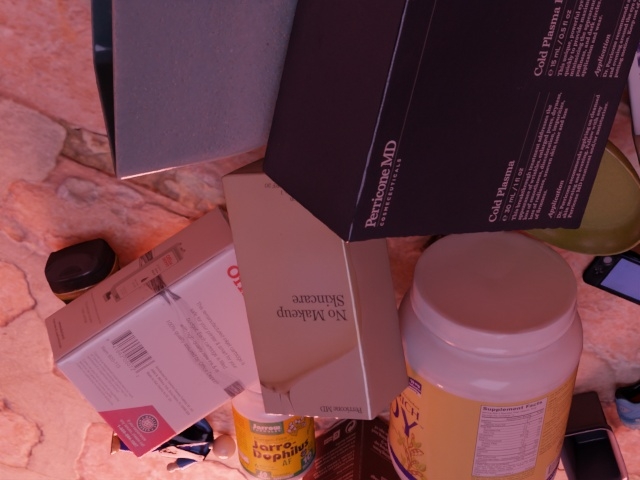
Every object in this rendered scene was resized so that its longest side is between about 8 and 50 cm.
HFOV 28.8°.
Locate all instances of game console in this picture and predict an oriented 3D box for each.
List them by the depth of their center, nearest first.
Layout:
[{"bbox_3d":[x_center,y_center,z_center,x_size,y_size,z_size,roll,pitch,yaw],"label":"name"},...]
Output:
[{"bbox_3d":[0.424,0.055,1.636,0.122,0.071,0.107,22,127,-13],"label":"game console"}]

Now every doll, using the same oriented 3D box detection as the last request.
[{"bbox_3d":[-0.223,0.306,1.901,0.189,0.046,0.129,7,120,-10],"label":"doll"}]

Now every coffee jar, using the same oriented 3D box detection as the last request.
[{"bbox_3d":[-0.299,0.084,1.705,0.096,0.079,0.184,-15,126,15],"label":"coffee jar"}]

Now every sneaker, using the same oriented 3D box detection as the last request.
[{"bbox_3d":[0.494,0.217,1.769,0.162,0.063,0.073,-22,121,20],"label":"sneaker"}]

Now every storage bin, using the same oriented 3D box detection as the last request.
[{"bbox_3d":[0.386,0.292,1.818,0.098,0.091,0.135,-15,126,15],"label":"storage bin"}]

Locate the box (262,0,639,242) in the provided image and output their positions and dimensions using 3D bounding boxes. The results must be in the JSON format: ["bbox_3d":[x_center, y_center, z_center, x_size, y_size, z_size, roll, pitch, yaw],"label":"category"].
[{"bbox_3d":[0.143,-0.192,1.257,0.312,0.179,0.343,-3,118,-35],"label":"box"}]

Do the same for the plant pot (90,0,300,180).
[{"bbox_3d":[-0.110,-0.239,1.335,0.252,0.247,0.248,-5,130,-13],"label":"plant pot"}]

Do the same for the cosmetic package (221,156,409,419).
[{"bbox_3d":[-0.004,0.053,1.517,0.160,0.113,0.309,-3,104,29],"label":"cosmetic package"}]

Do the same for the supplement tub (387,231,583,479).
[{"bbox_3d":[0.214,0.176,1.640,0.241,0.241,0.331,2,129,2],"label":"supplement tub"}]

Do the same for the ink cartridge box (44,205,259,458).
[{"bbox_3d":[-0.185,0.122,1.644,0.283,0.117,0.207,-33,123,-1],"label":"ink cartridge box"}]

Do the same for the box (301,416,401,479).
[{"bbox_3d":[0.074,0.454,1.784,0.191,0.381,0.143,38,122,-24],"label":"box"}]

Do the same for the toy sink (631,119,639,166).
[{"bbox_3d":[0.498,-0.071,1.477,0.234,0.153,0.131,-8,128,9],"label":"toy sink"}]

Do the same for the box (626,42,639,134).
[{"bbox_3d":[0.445,-0.278,1.376,0.232,0.058,0.322,-9,129,11],"label":"box"}]

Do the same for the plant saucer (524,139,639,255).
[{"bbox_3d":[0.289,-0.076,1.500,0.241,0.037,0.241,28,152,17],"label":"plant saucer"}]

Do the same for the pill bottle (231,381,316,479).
[{"bbox_3d":[-0.068,0.245,1.794,0.117,0.117,0.208,0,129,4],"label":"pill bottle"}]
